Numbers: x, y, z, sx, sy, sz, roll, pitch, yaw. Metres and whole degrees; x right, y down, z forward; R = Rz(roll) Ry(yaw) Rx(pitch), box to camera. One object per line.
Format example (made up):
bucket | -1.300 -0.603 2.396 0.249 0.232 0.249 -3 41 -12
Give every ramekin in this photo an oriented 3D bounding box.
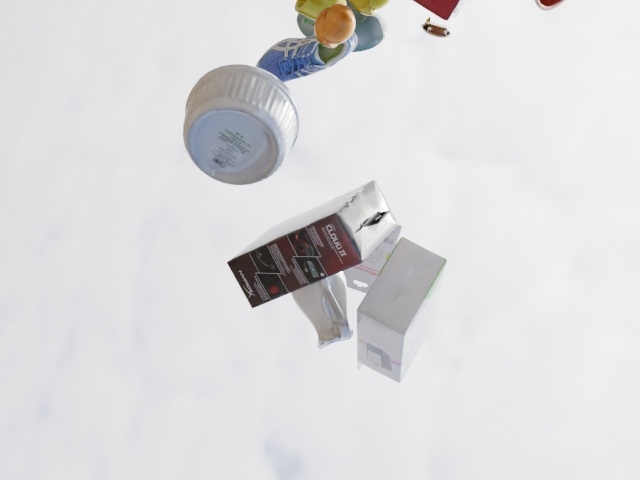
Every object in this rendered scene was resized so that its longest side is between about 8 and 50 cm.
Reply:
ramekin | -0.143 -0.193 1.705 0.207 0.207 0.109 -42 -157 34

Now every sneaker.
sneaker | -0.032 -0.352 1.850 0.211 0.080 0.081 -24 -163 9

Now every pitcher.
pitcher | 0.011 0.123 2.113 0.178 0.126 0.207 141 -69 -73

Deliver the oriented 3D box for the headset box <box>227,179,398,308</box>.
headset box | 0.000 0.000 1.876 0.293 0.110 0.218 -24 -171 28

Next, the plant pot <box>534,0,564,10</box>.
plant pot | 0.444 -0.684 2.128 0.265 0.272 0.272 36 -80 26

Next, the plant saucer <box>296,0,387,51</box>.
plant saucer | 0.048 -0.472 2.057 0.037 0.195 0.195 101 -8 -49

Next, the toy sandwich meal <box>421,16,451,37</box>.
toy sandwich meal | 0.286 -0.524 2.390 0.085 0.086 0.029 -109 -150 -53

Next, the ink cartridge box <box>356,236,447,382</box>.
ink cartridge box | 0.176 0.175 2.159 0.207 0.119 0.353 -57 163 -23

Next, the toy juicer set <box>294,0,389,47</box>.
toy juicer set | 0.075 -0.425 1.412 0.329 0.089 0.209 -47 -154 25

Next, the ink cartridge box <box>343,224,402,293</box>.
ink cartridge box | 0.125 0.038 2.534 0.067 0.115 0.198 144 -34 -83

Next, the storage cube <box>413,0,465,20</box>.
storage cube | 0.235 -0.578 1.967 0.215 0.193 0.183 -57 177 19
